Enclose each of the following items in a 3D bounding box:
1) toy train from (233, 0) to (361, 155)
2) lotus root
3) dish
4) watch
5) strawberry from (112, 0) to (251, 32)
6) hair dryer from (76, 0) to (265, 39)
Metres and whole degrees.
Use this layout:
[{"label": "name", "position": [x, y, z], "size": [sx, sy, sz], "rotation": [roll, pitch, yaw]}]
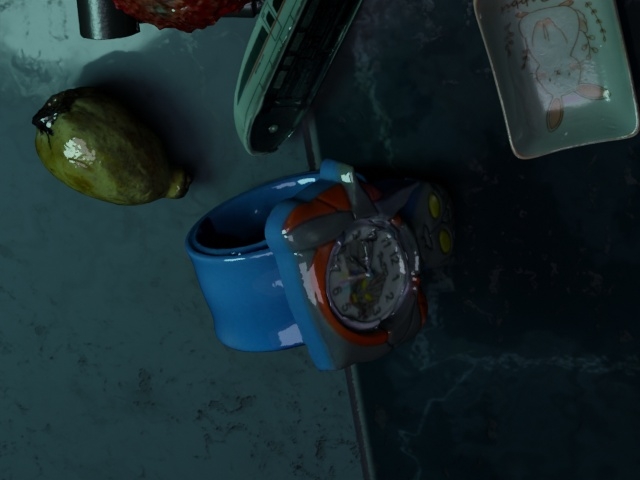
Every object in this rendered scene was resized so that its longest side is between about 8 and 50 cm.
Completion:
[{"label": "toy train", "position": [-0.019, -0.266, 1.566], "size": [0.088, 0.086, 0.407], "rotation": [59, 139, 30]}, {"label": "lotus root", "position": [-0.257, -0.107, 1.699], "size": [0.214, 0.138, 0.138], "rotation": [32, 120, -17]}, {"label": "dish", "position": [0.269, -0.211, 1.554], "size": [0.151, 0.077, 0.212], "rotation": [-12, 113, 17]}, {"label": "watch", "position": [0.000, 0.000, 1.657], "size": [0.274, 0.305, 0.242], "rotation": [4, 119, 45]}, {"label": "strawberry", "position": [-0.148, -0.332, 1.483], "size": [0.274, 0.274, 0.221], "rotation": [5, 125, 10]}, {"label": "hair dryer", "position": [-0.170, -0.295, 1.623], "size": [0.248, 0.070, 0.114], "rotation": [1, 117, 8]}]
